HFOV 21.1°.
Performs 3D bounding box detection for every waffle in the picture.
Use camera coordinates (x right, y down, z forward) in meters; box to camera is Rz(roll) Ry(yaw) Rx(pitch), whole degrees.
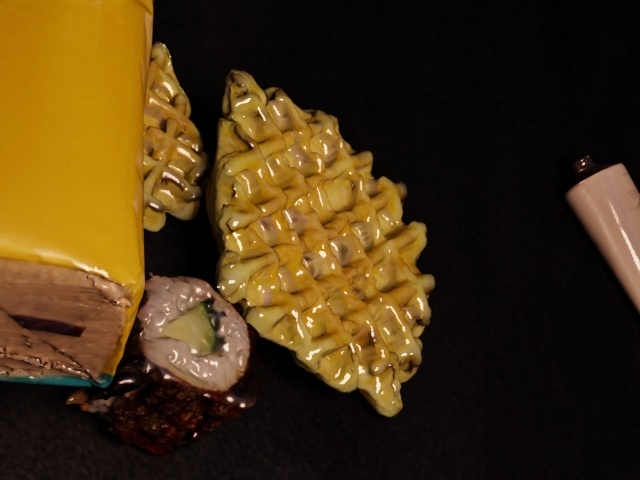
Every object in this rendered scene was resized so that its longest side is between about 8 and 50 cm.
[{"bbox_3d":[-0.002,0.001,1.163,0.204,0.054,0.223,31,43,-35],"label":"waffle"},{"bbox_3d":[-0.154,-0.083,1.126,0.169,0.036,0.183,-3,59,-39],"label":"waffle"}]

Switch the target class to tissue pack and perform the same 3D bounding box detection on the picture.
[{"bbox_3d":[-0.192,-0.061,0.963,0.192,0.134,0.271,4,52,-9],"label":"tissue pack"}]

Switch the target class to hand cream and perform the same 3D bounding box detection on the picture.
[{"bbox_3d":[0.259,0.013,1.399,0.087,0.054,0.186,-22,80,-53],"label":"hand cream"}]

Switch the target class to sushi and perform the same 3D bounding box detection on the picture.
[{"bbox_3d":[-0.092,0.078,1.012,0.094,0.084,0.098,33,46,-21],"label":"sushi"}]
